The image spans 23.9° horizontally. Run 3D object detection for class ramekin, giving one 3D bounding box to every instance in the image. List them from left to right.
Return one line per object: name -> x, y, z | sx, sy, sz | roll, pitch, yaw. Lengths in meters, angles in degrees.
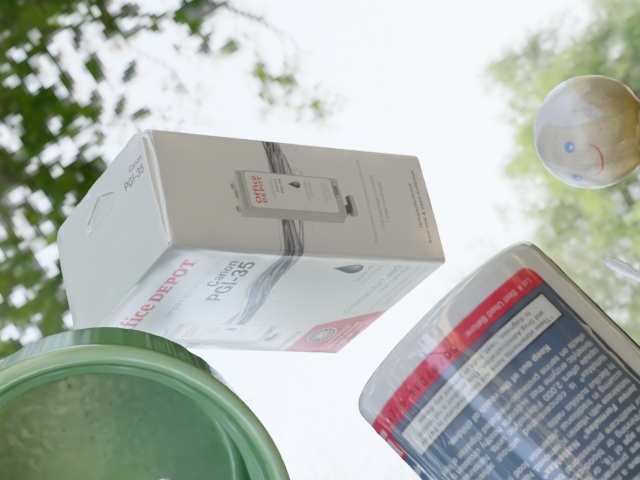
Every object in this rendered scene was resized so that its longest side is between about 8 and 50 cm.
ramekin -> -0.174, 0.214, 1.207 | 0.303, 0.303, 0.148 | 57, 179, -12

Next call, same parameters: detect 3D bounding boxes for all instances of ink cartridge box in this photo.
ink cartridge box -> -0.066, 0.009, 1.357 | 0.283, 0.207, 0.117 | 4, -120, -33

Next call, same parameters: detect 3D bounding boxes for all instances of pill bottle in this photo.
pill bottle -> 0.113, 0.097, 0.636 | 0.180, 0.108, 0.108 | 46, -169, 13

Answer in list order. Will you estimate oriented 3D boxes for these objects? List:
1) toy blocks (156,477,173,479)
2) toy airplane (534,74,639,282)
toy blocks -> 0.020, 0.257, 0.951 | 0.288, 0.260, 0.309 | 18, 172, 22
toy airplane -> 0.292, -0.118, 1.136 | 0.384, 0.272, 0.386 | 31, -131, -79
